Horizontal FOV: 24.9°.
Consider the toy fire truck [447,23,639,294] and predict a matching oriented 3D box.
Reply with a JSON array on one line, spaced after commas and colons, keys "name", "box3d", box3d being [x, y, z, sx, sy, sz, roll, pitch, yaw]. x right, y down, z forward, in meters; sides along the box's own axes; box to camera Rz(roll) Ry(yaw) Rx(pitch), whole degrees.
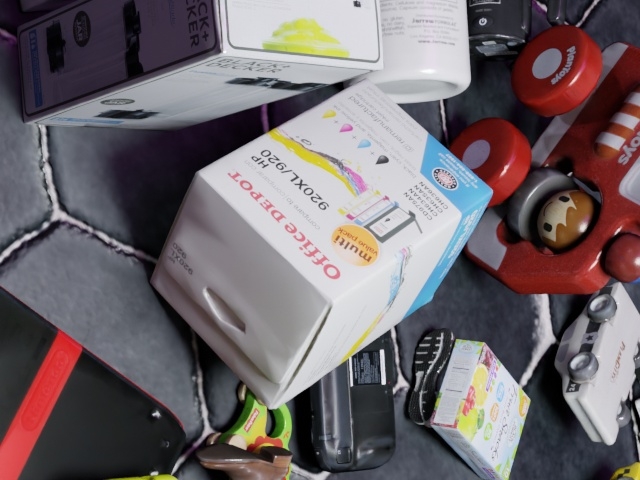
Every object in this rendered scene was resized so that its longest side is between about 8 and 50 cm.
[{"name": "toy fire truck", "box3d": [0.290, -0.071, 1.522, 0.169, 0.254, 0.302, 36, 90, -37]}]

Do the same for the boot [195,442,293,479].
[{"name": "boot", "box3d": [-0.079, 0.242, 1.303, 0.106, 0.037, 0.114, 9, 103, -36]}]

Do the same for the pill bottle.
[{"name": "pill bottle", "box3d": [0.083, -0.264, 1.483, 0.131, 0.131, 0.229, 4, 81, -41]}]

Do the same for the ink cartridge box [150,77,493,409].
[{"name": "ink cartridge box", "box3d": [0.000, 0.000, 1.302, 0.171, 0.168, 0.232, 44, 48, 15]}]

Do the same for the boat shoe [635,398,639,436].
[{"name": "boat shoe", "box3d": [0.404, 0.236, 1.754, 0.035, 0.035, 0.100, -42, 116, -65]}]

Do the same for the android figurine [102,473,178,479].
[{"name": "android figurine", "box3d": [-0.170, 0.314, 1.172, 0.273, 0.056, 0.248, 11, 83, -56]}]

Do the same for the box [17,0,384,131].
[{"name": "box", "box3d": [-0.106, -0.159, 1.193, 0.169, 0.290, 0.087, 0, 83, -42]}]

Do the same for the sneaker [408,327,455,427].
[{"name": "sneaker", "box3d": [0.121, 0.145, 1.520, 0.044, 0.040, 0.109, 38, 62, -50]}]

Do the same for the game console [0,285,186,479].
[{"name": "game console", "box3d": [-0.296, 0.227, 1.130, 0.342, 0.060, 0.387, 44, 58, -35]}]

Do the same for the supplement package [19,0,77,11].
[{"name": "supplement package", "box3d": [-0.152, -0.352, 1.243, 0.198, 0.199, 0.263, -12, 91, -42]}]

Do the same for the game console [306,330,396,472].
[{"name": "game console", "box3d": [0.044, 0.206, 1.424, 0.213, 0.044, 0.361, 3, 81, -48]}]

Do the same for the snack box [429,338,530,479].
[{"name": "snack box", "box3d": [0.171, 0.180, 1.529, 0.141, 0.037, 0.100, 49, 54, -47]}]

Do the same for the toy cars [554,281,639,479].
[{"name": "toy cars", "box3d": [0.316, 0.244, 1.645, 0.176, 0.087, 0.394, 10, 73, -52]}]

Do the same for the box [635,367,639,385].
[{"name": "box", "box3d": [0.427, 0.167, 1.765, 0.052, 0.062, 0.083, -29, 103, -39]}]

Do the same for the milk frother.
[{"name": "milk frother", "box3d": [0.218, -0.268, 1.642, 0.143, 0.129, 0.135, 65, 29, -77]}]

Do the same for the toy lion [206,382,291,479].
[{"name": "toy lion", "box3d": [-0.057, 0.195, 1.357, 0.096, 0.034, 0.100, 52, 53, -31]}]
